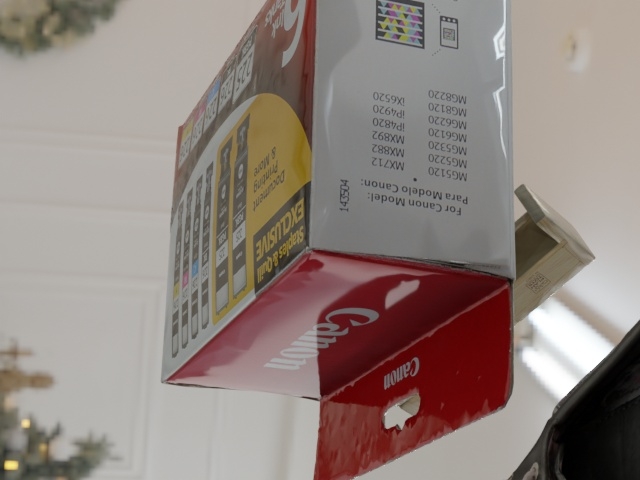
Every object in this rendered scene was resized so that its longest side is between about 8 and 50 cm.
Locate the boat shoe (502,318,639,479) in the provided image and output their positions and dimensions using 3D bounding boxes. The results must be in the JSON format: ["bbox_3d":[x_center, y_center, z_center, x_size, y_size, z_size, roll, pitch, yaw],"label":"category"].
[{"bbox_3d":[0.167,0.091,0.742,0.335,0.095,0.112,-51,-139,15],"label":"boat shoe"}]

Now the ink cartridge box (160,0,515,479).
[{"bbox_3d":[0.000,0.000,0.934,0.309,0.130,0.272,136,-41,-62],"label":"ink cartridge box"}]

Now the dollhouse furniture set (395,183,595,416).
[{"bbox_3d":[0.104,0.027,1.108,0.183,0.129,0.129,-41,-134,15],"label":"dollhouse furniture set"}]
